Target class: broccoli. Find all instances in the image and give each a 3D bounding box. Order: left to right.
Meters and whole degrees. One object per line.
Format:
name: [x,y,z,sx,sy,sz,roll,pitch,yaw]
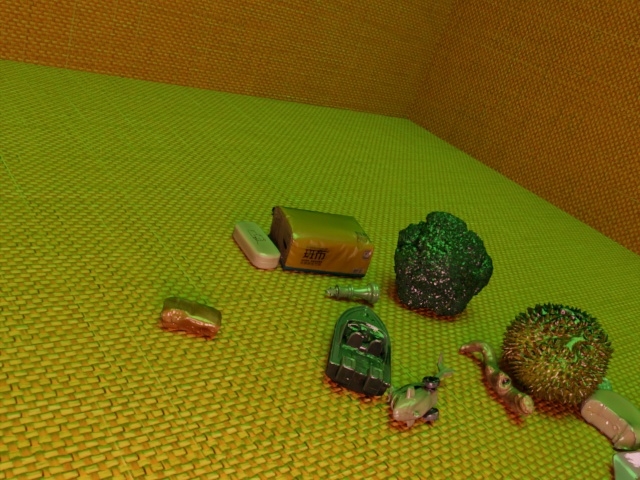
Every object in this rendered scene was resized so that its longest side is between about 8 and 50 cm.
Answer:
broccoli: [0.346,0.072,1.756,0.308,0.307,0.275,23,-13,5]

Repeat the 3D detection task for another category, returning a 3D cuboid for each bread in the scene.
bread: [-0.278,0.164,1.301,0.132,0.053,0.074,17,25,-10]

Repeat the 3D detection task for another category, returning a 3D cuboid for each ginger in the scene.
ginger: [0.431,0.328,1.481,0.089,0.075,0.288,55,2,-33]

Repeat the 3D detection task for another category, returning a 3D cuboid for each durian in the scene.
durian: [0.602,0.275,1.528,0.292,0.224,0.291,12,21,-5]

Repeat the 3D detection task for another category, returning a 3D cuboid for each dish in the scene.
dish: [0.689,0.513,1.236,0.077,0.151,0.212,57,30,-4]

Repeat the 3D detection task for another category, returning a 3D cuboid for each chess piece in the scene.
chess piece: [0.083,0.142,1.633,0.149,0.059,0.059,3,29,-19]

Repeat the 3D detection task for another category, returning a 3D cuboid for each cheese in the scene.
cheese: [0.747,0.426,1.521,0.163,0.070,0.249,32,26,24]

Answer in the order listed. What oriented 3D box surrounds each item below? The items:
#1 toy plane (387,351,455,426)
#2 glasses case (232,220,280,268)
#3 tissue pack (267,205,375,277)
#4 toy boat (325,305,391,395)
toy plane: [0.228,0.326,1.329,0.108,0.091,0.286,6,15,37]
glasses case: [-0.182,0.011,1.697,0.083,0.050,0.196,-1,32,-34]
tissue pack: [0.000,0.000,1.756,0.271,0.133,0.192,6,29,-27]
toy boat: [0.096,0.234,1.394,0.141,0.092,0.319,21,23,-2]
